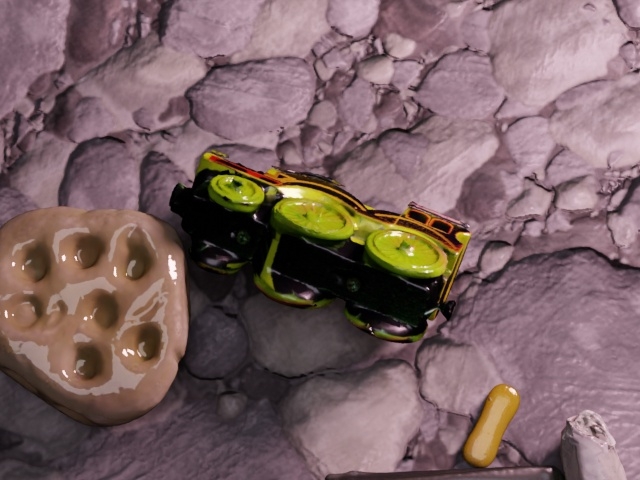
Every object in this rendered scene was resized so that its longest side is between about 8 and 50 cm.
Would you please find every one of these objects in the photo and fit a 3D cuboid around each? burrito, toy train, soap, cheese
[{"bbox_3d":[0.278,0.266,1.514,0.064,0.064,0.203,-13,80,-3],"label":"burrito"},{"bbox_3d":[0.000,0.000,1.529,0.296,0.160,0.100,22,117,8],"label":"toy train"},{"bbox_3d":[0.171,0.185,1.554,0.034,0.012,0.089,27,79,5],"label":"soap"},{"bbox_3d":[-0.223,0.068,1.527,0.218,0.117,0.235,-33,81,-9],"label":"cheese"}]

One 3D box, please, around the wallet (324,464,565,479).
[{"bbox_3d":[0.124,0.303,1.512,0.245,0.052,0.168,-3,81,-3],"label":"wallet"}]
